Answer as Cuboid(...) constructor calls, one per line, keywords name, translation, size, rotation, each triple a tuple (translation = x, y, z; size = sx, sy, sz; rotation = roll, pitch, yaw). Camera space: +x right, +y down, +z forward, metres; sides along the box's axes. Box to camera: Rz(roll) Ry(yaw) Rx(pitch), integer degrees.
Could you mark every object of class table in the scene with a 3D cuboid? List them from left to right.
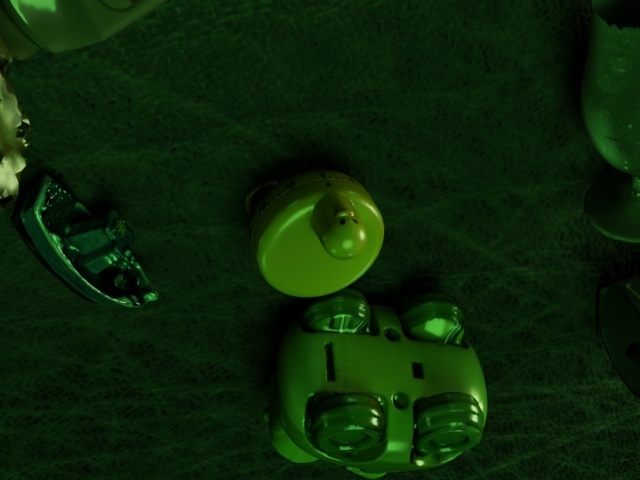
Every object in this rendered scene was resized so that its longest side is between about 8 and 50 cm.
Cuboid(name="table", translation=(0.403, 0.068, 1.008), size=(0.220, 0.126, 0.126), rotation=(-19, 133, -8))

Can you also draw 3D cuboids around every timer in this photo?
Cuboid(name="timer", translation=(0.000, 0.000, 0.786), size=(0.107, 0.109, 0.107), rotation=(-12, 132, -14))

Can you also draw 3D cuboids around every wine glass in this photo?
Cuboid(name="wine glass", translation=(0.263, -0.102, 0.820), size=(0.103, 0.103, 0.222), rotation=(-22, 134, -6))

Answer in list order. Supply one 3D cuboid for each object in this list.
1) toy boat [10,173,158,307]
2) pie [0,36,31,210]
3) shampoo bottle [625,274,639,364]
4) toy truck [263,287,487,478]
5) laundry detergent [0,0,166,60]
Cuboid(name="toy boat", translation=(-0.168, 0.006, 0.752), size=(0.061, 0.060, 0.137), rotation=(-16, 132, 18))
Cuboid(name="pie", translation=(-0.292, -0.115, 0.455), size=(0.103, 0.288, 0.354), rotation=(-12, 124, 36))
Cuboid(name="shampoo bottle", translation=(0.342, 0.007, 0.910), size=(0.067, 0.068, 0.236), rotation=(27, 89, -7))
Cuboid(name="toy truck", translation=(0.032, 0.144, 0.911), size=(0.187, 0.148, 0.210), rotation=(18, 140, -31))
Cuboid(name="laundry detergent", translation=(-0.141, -0.206, 0.580), size=(0.237, 0.076, 0.171), rotation=(-32, 129, 8))
